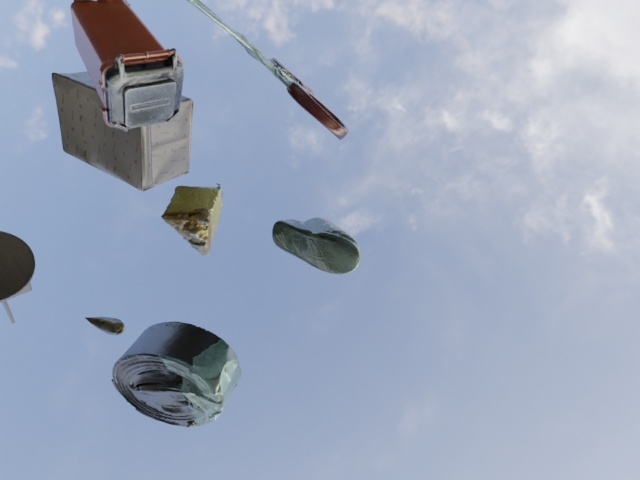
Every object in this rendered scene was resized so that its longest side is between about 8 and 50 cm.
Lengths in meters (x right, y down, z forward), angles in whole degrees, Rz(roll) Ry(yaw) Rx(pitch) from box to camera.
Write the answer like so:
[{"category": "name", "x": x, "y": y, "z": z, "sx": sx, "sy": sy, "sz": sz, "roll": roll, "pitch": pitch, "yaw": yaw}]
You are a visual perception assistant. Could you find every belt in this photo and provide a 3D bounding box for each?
[{"category": "belt", "x": -0.201, "y": 0.194, "z": 0.598, "sx": 0.198, "sy": 0.078, "sz": 0.151, "roll": -20, "pitch": -67, "yaw": 31}]

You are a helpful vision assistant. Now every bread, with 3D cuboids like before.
[{"category": "bread", "x": -0.305, "y": -0.053, "z": 1.050, "sx": 0.127, "sy": 0.152, "sz": 0.147, "roll": 3, "pitch": -132, "yaw": 6}]

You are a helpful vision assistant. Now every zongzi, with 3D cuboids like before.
[{"category": "zongzi", "x": -0.496, "y": 0.191, "z": 0.971, "sx": 0.083, "sy": 0.076, "sz": 0.040, "roll": 29, "pitch": -111, "yaw": -26}]

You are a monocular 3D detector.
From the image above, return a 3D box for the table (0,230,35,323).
[{"category": "table", "x": -0.741, "y": 0.101, "z": 0.962, "sx": 0.167, "sy": 0.226, "sz": 0.167, "roll": 14, "pitch": -122, "yaw": -23}]

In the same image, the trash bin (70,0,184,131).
[{"category": "trash bin", "x": -0.391, "y": -0.367, "z": 0.842, "sx": 0.161, "sy": 0.184, "sz": 0.239, "roll": -25, "pitch": -104, "yaw": -33}]

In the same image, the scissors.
[{"category": "scissors", "x": -0.072, "y": -0.194, "z": 0.423, "sx": 0.017, "sy": 0.247, "sz": 0.144, "roll": -46, "pitch": -133, "yaw": 15}]

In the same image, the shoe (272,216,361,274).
[{"category": "shoe", "x": 0.000, "y": 0.000, "z": 1.003, "sx": 0.251, "sy": 0.100, "sz": 0.103, "roll": 18, "pitch": -57, "yaw": 31}]

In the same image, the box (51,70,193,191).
[{"category": "box", "x": -0.516, "y": -0.302, "z": 1.126, "sx": 0.297, "sy": 0.190, "sz": 0.225, "roll": 26, "pitch": -56, "yaw": 17}]
